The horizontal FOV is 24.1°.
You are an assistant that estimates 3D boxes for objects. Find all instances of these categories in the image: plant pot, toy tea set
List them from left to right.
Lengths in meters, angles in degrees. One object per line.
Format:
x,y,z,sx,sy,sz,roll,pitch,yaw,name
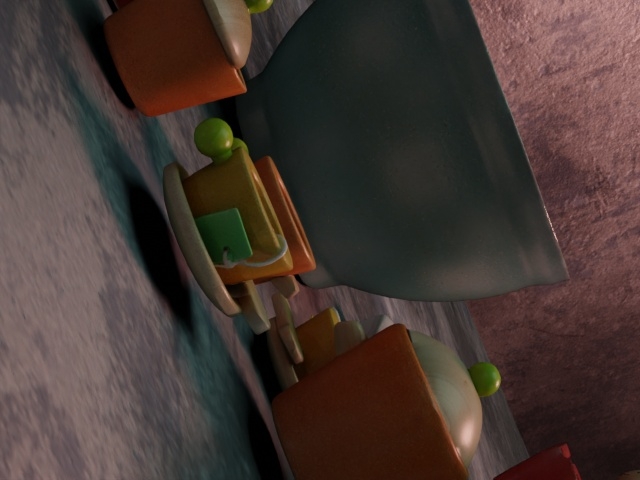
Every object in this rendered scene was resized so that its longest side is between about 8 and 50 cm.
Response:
0.000,0.000,0.833,0.200,0.124,0.336,-108,174,-61,toy tea set
0.052,-0.074,1.169,0.293,0.196,0.293,-20,90,-83,plant pot

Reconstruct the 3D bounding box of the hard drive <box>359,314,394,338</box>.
0.062,0.179,1.176,0.307,0.040,0.203,-44,114,-81,hard drive

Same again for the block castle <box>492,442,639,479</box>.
0.142,0.293,0.800,0.453,0.213,0.303,-30,99,-82,block castle

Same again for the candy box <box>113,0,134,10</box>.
-0.099,-0.182,0.939,0.186,0.053,0.109,-96,164,-57,candy box
